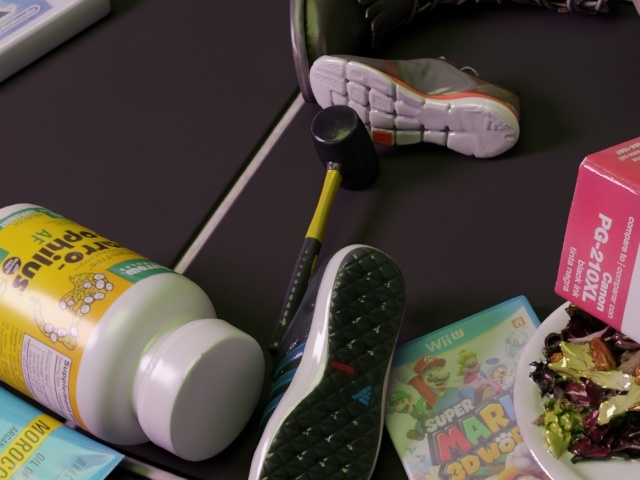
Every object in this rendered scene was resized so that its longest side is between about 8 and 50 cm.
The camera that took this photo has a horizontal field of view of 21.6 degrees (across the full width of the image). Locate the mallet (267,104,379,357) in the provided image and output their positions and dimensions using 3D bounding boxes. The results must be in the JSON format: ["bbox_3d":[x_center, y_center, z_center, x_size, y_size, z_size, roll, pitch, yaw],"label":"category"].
[{"bbox_3d":[0.000,0.000,1.166,0.039,0.062,0.189,5,66,23],"label":"mallet"}]

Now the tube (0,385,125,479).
[{"bbox_3d":[-0.227,0.125,1.119,0.207,0.052,0.080,29,74,29],"label":"tube"}]

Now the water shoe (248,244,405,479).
[{"bbox_3d":[0.001,0.103,1.057,0.073,0.080,0.203,26,72,-15],"label":"water shoe"}]

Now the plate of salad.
[{"bbox_3d":[0.214,0.085,0.995,0.200,0.048,0.200,-5,47,5],"label":"plate of salad"}]

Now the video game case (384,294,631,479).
[{"bbox_3d":[0.105,0.116,1.037,0.119,0.015,0.166,-23,47,-2],"label":"video game case"}]

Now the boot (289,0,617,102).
[{"bbox_3d":[0.111,-0.201,1.268,0.229,0.091,0.263,10,58,19],"label":"boot"}]

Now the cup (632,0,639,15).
[{"bbox_3d":[0.334,-0.209,1.082,0.237,0.331,0.331,-2,43,52],"label":"cup"}]

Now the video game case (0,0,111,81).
[{"bbox_3d":[-0.388,-0.190,1.450,0.329,0.036,0.300,-35,48,-13],"label":"video game case"}]

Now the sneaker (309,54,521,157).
[{"bbox_3d":[0.071,-0.105,1.213,0.158,0.061,0.065,18,42,7],"label":"sneaker"}]

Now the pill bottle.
[{"bbox_3d":[-0.141,0.062,1.094,0.208,0.117,0.117,25,61,34],"label":"pill bottle"}]

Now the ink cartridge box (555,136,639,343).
[{"bbox_3d":[0.284,0.021,0.964,0.172,0.100,0.237,-20,40,-38],"label":"ink cartridge box"}]
